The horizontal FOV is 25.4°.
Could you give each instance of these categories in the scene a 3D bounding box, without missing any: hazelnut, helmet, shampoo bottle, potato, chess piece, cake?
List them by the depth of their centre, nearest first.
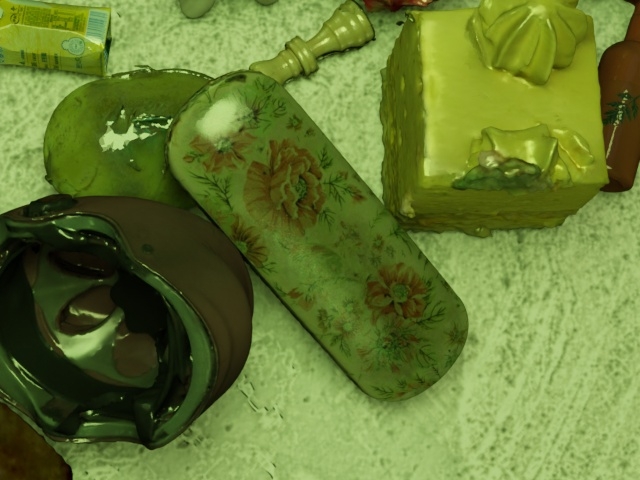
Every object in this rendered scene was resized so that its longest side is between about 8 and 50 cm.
[{"bbox_3d":[-0.366,0.241,1.500,0.170,0.160,0.202,-33,89,7],"label":"hazelnut"},{"bbox_3d":[-0.216,0.067,1.523,0.338,0.197,0.271,7,115,30],"label":"helmet"},{"bbox_3d":[0.190,-0.140,1.578,0.222,0.286,0.228,-2,78,-6],"label":"cake"},{"bbox_3d":[-0.188,-0.114,1.607,0.248,0.143,0.169,-4,92,-8],"label":"potato"},{"bbox_3d":[-0.019,-0.221,1.695,0.172,0.060,0.060,-34,83,-9],"label":"chess piece"},{"bbox_3d":[0.365,-0.181,1.711,0.085,0.085,0.244,17,77,-2],"label":"shampoo bottle"}]

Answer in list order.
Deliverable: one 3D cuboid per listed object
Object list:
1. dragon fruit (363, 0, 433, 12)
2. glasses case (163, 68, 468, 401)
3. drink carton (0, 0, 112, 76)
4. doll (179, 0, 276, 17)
[{"bbox_3d":[0.104,-0.364,1.629,0.210,0.268,0.205,-20,110,-40],"label":"dragon fruit"},{"bbox_3d":[0.000,0.000,1.564,0.156,0.098,0.425,-42,108,-5],"label":"glasses case"},{"bbox_3d":[-0.345,-0.243,1.651,0.199,0.084,0.075,5,67,-4],"label":"drink carton"},{"bbox_3d":[-0.116,-0.311,1.649,0.161,0.160,0.059,-11,79,-10],"label":"doll"}]
